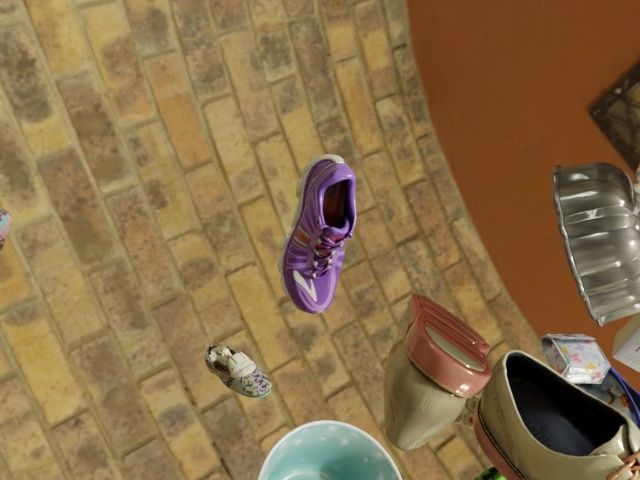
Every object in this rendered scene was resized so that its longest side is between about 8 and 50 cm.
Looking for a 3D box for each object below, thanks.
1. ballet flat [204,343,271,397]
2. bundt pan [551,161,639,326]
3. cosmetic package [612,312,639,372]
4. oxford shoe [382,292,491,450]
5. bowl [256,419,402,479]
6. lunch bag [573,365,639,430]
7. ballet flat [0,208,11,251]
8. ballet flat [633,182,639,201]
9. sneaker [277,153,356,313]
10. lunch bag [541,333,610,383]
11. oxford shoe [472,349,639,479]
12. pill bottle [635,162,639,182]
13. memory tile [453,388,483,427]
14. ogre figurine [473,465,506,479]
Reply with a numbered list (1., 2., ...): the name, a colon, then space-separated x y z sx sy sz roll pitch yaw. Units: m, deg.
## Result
1. ballet flat: -0.096 0.139 0.672 0.114 0.041 0.041 12 -56 51
2. bundt pan: 0.561 -0.007 1.179 0.124 0.331 0.331 -18 -81 31
3. cosmetic package: 0.830 0.215 1.198 0.377 0.097 0.285 29 -51 14
4. oxford shoe: 0.129 0.154 0.768 0.123 0.130 0.348 34 9 13
5. bowl: 0.000 0.528 1.190 0.312 0.311 0.163 55 -36 16
6. lunch bag: 0.572 0.475 1.239 0.238 0.385 0.328 -7 -55 22
7. ballet flat: -0.529 -0.023 0.934 0.221 0.079 0.077 2 -38 42
8. ballet flat: 0.802 -0.121 1.462 0.072 0.213 0.068 -110 -157 -53
9. sneaker: 0.000 0.000 0.615 0.071 0.068 0.170 -134 -133 -62
10. lunch bag: 0.379 0.170 0.917 0.083 0.071 0.053 -96 -170 -56
11. oxford shoe: 0.316 0.277 0.636 0.397 0.140 0.147 40 -28 37
12. pill bottle: 0.656 -0.191 1.070 0.121 0.121 0.221 26 -88 51
13. memory tile: 0.315 0.379 1.461 0.012 0.147 0.113 133 -28 -77
14. ogre figurine: 0.287 0.324 0.822 0.118 0.197 0.097 46 -40 -2
